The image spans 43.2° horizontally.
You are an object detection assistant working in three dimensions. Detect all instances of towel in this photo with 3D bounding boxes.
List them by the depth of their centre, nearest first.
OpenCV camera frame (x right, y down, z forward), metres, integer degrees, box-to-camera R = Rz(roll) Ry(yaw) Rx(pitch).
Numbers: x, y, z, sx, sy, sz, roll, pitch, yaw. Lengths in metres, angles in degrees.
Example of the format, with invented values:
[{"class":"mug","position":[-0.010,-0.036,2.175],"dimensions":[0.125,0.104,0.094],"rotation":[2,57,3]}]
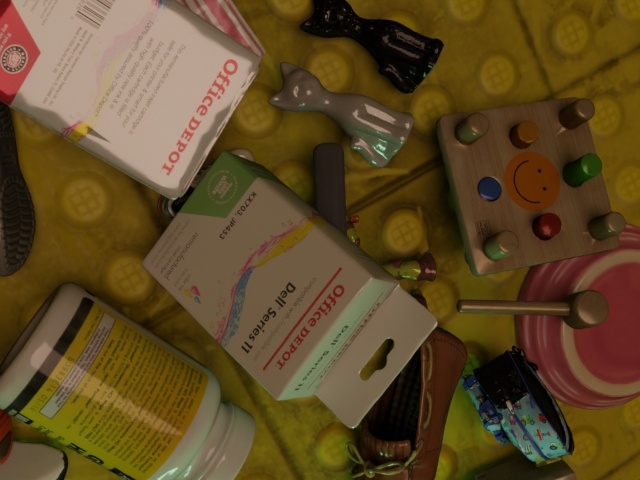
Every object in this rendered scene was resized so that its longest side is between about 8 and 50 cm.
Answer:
[{"class":"towel","position":[-0.191,-0.271,1.155],"dimensions":[0.197,0.029,0.144],"rotation":[-39,107,-8]}]

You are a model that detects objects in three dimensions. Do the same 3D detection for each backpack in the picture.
[{"class":"backpack","position":[0.319,0.274,1.275],"dimensions":[0.116,0.158,0.173],"rotation":[-33,61,10]}]

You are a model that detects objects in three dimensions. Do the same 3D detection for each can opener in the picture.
[{"class":"can opener","position":[0.000,0.000,1.162],"dimensions":[0.093,0.074,0.281],"rotation":[3,83,-1]}]

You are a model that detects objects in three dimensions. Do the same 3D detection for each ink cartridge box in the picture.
[{"class":"ink cartridge box","position":[-0.267,-0.225,1.054],"dimensions":[0.306,0.131,0.226],"rotation":[32,91,-20]},{"class":"ink cartridge box","position":[-0.044,0.067,1.076],"dimensions":[0.353,0.119,0.207],"rotation":[40,99,22]}]

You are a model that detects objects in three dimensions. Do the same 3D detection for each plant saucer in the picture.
[{"class":"plant saucer","position":[0.499,0.135,1.382],"dimensions":[0.332,0.084,0.332],"rotation":[-2,97,-16]}]

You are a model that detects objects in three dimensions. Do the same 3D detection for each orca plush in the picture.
[{"class":"orca plush","position":[-0.492,0.363,1.108],"dimensions":[0.287,0.151,0.102],"rotation":[-22,141,-30]}]

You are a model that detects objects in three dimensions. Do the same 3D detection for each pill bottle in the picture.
[{"class":"pill bottle","position":[-0.262,0.220,1.113],"dimensions":[0.334,0.188,0.188],"rotation":[36,86,-17]}]

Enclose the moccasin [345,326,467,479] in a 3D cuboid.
[{"class":"moccasin","position":[0.115,0.313,1.246],"dimensions":[0.147,0.139,0.380],"rotation":[20,92,-43]}]

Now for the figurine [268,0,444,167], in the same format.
[{"class":"figurine","position":[0.047,-0.244,1.187],"dimensions":[0.209,0.092,0.215],"rotation":[25,74,-10]}]

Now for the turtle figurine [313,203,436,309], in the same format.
[{"class":"turtle figurine","position":[0.067,0.052,1.241],"dimensions":[0.217,0.087,0.270],"rotation":[4,96,-17]}]

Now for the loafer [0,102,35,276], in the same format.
[{"class":"loafer","position":[-0.451,-0.074,1.082],"dimensions":[0.087,0.094,0.251],"rotation":[-8,90,9]}]

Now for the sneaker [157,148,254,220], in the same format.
[{"class":"sneaker","position":[-0.159,-0.077,1.164],"dimensions":[0.161,0.075,0.057],"rotation":[-32,105,-10]}]

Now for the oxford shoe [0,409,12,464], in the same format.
[{"class":"oxford shoe","position":[-0.545,0.159,1.072],"dimensions":[0.132,0.130,0.364],"rotation":[-29,99,8]}]

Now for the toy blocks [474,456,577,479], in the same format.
[{"class":"toy blocks","position":[0.315,0.531,1.346],"dimensions":[0.260,0.191,0.382],"rotation":[-17,102,-2]}]

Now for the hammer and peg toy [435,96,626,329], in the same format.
[{"class":"hammer and peg toy","position":[0.327,-0.035,1.238],"dimensions":[0.265,0.127,0.362],"rotation":[-9,81,-15]}]
